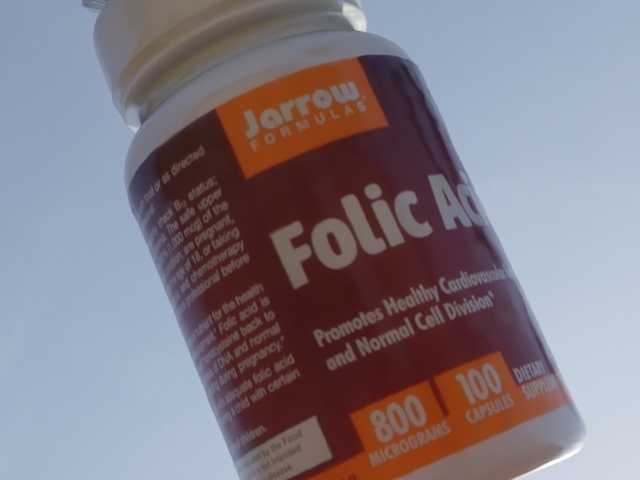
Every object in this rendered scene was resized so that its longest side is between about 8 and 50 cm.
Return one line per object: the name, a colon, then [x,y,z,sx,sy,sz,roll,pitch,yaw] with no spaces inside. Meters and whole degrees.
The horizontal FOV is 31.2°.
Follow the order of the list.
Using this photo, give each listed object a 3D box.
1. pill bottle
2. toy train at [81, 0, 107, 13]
pill bottle: [0.000,0.000,0.783,0.224,0.392,0.224,-23,-13,-5]
toy train: [-0.167,-0.374,1.169,0.142,0.334,0.190,10,-7,-14]
